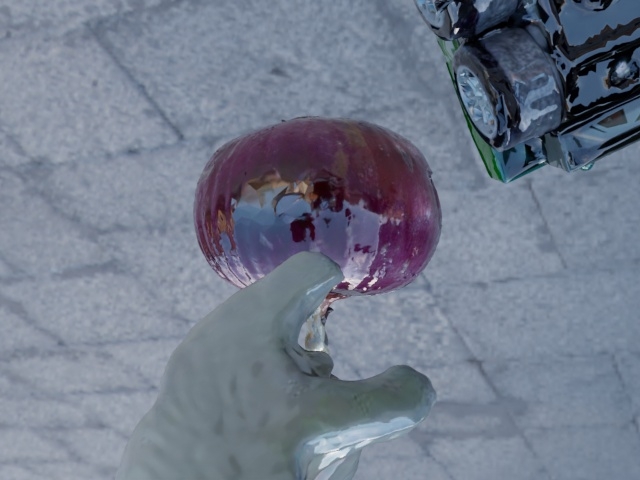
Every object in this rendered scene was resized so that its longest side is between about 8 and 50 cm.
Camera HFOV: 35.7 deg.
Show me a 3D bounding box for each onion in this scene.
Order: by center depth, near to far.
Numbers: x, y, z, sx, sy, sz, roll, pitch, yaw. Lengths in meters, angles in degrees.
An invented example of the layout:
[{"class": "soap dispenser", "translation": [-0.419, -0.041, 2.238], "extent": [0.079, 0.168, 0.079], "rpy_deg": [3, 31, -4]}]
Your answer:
[{"class": "onion", "translation": [-0.003, -0.030, 1.109], "extent": [0.256, 0.272, 0.230], "rpy_deg": [-30, 165, 18]}]

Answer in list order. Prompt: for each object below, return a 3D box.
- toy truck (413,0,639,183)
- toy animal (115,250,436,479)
[{"class": "toy truck", "translation": [0.096, -0.197, 0.527], "extent": [0.177, 0.178, 0.363], "rpy_deg": [-25, 110, -8]}, {"class": "toy animal", "translation": [-0.026, 0.205, 0.694], "extent": [0.266, 0.308, 0.188], "rpy_deg": [-25, 149, -32]}]
